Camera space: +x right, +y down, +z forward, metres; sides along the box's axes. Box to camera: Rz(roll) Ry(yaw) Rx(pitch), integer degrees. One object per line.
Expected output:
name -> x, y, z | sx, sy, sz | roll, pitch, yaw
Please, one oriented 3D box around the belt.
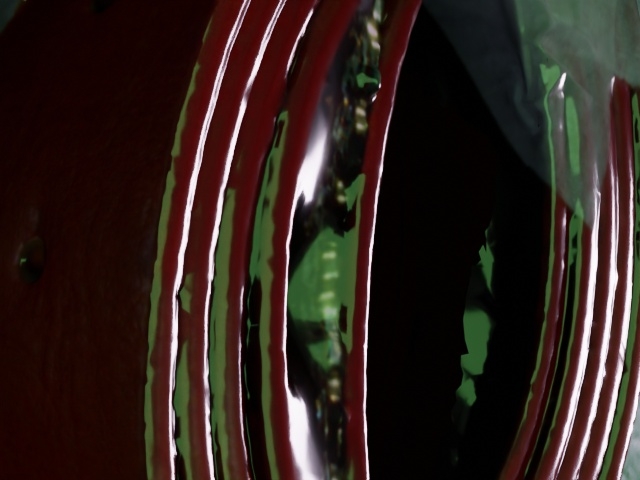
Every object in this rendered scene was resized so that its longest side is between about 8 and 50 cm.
belt -> 0.000, 0.000, 0.614 | 0.227, 0.115, 0.323 | 26, 71, -46
